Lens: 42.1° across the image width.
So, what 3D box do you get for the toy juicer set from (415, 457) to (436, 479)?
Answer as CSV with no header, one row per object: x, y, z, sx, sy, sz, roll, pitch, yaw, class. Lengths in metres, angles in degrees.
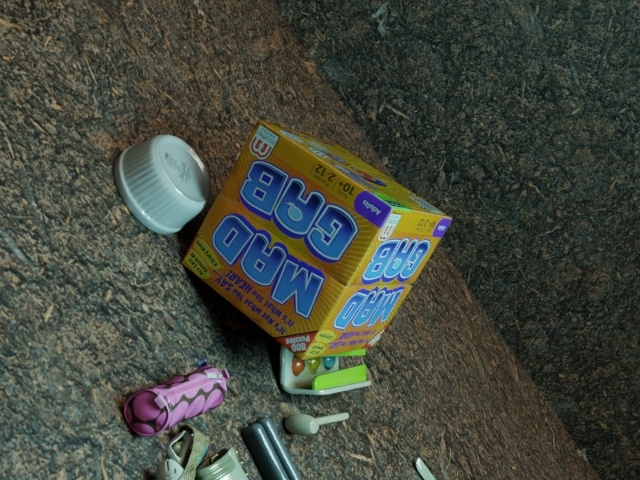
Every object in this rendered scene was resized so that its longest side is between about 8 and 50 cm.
0.342,0.742,2.165,0.209,0.089,0.329,45,28,-32,toy juicer set

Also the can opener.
-0.056,0.482,1.664,0.280,0.093,0.074,59,24,6,can opener

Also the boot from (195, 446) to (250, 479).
-0.140,0.457,1.535,0.165,0.077,0.213,62,24,7,boot

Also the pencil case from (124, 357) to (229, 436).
-0.250,0.279,1.477,0.095,0.098,0.209,64,24,6,pencil case

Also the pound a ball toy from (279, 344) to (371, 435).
-0.002,0.324,1.929,0.319,0.136,0.208,7,83,-62,pound a ball toy

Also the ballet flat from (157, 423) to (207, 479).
-0.246,0.385,1.409,0.067,0.073,0.206,54,15,-17,ballet flat

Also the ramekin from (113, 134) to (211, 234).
-0.325,-0.126,1.761,0.207,0.109,0.207,45,29,-33,ramekin

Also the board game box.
0.000,0.000,1.809,0.356,0.356,0.356,36,14,24,board game box
